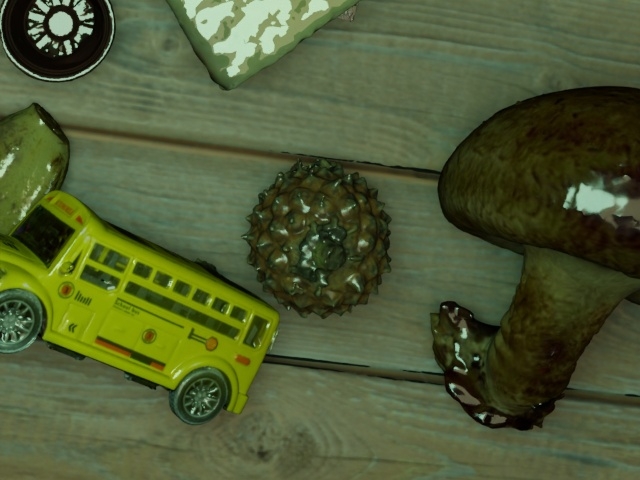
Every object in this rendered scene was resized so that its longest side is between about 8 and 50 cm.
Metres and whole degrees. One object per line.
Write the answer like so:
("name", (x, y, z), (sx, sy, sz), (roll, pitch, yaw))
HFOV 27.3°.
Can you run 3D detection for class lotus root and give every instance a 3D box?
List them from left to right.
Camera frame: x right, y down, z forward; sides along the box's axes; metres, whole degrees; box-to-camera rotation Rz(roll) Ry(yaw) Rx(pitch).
("lotus root", (-0.339, -0.018, 1.317), (0.110, 0.097, 0.258), (37, 86, -25))

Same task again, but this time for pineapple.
("pineapple", (0.000, 0.000, 1.320), (0.166, 0.193, 0.166), (-1, 99, -6))

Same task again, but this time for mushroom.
("mushroom", (0.252, 0.015, 1.313), (0.331, 0.334, 0.356), (43, 83, -15))

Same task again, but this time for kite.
("kite", (0.021, -0.264, 1.363), (0.044, 0.002, 0.078), (-5, 104, -8))

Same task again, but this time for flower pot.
("flower pot", (-0.256, -0.212, 1.286), (0.111, 0.089, 0.111), (-2, 103, -9))

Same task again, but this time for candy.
("candy", (-0.012, -0.305, 1.281), (0.321, 0.135, 0.179), (-35, 103, 2))

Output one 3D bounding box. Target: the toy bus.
("toy bus", (-0.207, 0.057, 1.280), (0.330, 0.144, 0.152), (28, 91, -36))
